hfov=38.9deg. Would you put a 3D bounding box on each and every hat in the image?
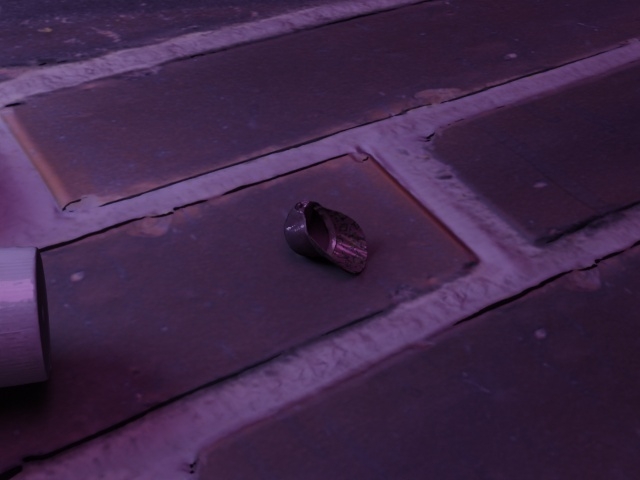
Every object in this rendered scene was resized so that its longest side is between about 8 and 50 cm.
[{"bbox_3d":[0.001,0.002,0.836,0.087,0.042,0.058,36,47,-19],"label":"hat"}]

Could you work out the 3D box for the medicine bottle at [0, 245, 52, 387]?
[{"bbox_3d":[-0.322,0.064,0.639,0.246,0.147,0.147,-4,43,-13],"label":"medicine bottle"}]
